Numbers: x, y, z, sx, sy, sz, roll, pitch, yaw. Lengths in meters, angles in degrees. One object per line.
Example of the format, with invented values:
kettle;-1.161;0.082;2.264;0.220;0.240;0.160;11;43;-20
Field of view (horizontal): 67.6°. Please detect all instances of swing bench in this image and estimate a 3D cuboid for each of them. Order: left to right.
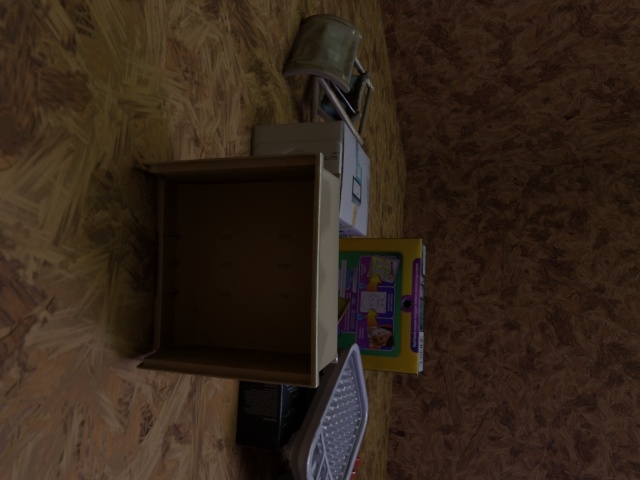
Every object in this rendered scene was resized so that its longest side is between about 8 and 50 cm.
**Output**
swing bench;0.034;-0.427;1.275;0.255;0.165;0.253;70;27;-50

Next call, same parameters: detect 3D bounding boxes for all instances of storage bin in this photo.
storage bin;-0.108;0.033;0.625;0.123;0.260;0.262;6;85;-73

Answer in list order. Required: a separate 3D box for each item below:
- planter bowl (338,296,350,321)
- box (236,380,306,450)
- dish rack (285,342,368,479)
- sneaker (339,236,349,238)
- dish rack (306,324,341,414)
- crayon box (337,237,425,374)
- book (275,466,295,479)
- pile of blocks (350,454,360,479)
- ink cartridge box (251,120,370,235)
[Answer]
planter bowl;-0.027;0.201;1.146;0.217;0.090;0.217;-54;180;-1
box;-0.094;0.325;0.981;0.156;0.093;0.158;26;64;-71
dish rack;0.021;0.417;1.039;0.333;0.072;0.286;-57;143;-50
sneaker;0.084;0.045;1.611;0.215;0.084;0.083;71;20;-46
dish rack;-0.013;0.347;1.205;0.208;0.074;0.272;-53;153;-66
crayon box;0.130;0.178;1.354;0.106;0.313;0.363;32;61;-67
book;-0.093;0.601;1.110;0.144;0.035;0.096;11;78;-71
pile of blocks;0.022;0.550;1.142;0.149;0.112;0.362;84;27;-42
ink cartridge box;-0.013;-0.124;1.060;0.270;0.198;0.197;23;69;-72
